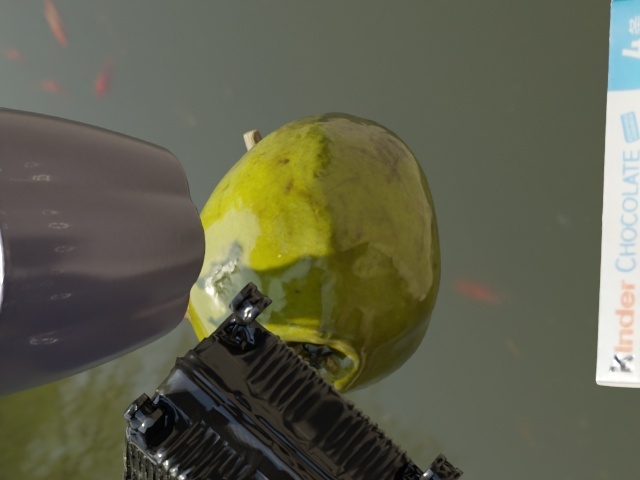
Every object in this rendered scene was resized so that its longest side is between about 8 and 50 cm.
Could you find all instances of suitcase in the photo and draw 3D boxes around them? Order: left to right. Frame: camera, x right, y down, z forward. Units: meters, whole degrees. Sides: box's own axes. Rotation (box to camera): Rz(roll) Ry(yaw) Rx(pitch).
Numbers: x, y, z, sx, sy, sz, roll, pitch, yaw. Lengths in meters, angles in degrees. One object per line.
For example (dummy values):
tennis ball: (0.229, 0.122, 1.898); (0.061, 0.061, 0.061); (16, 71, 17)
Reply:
suitcase: (-0.040, 0.200, 1.397); (0.229, 0.152, 0.335); (43, 163, 6)

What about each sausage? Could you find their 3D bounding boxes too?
sausage: (-0.070, -0.081, 2.187); (0.024, 0.024, 0.132); (10, 123, 56)

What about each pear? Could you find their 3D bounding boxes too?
pear: (0.000, 0.000, 1.837); (0.287, 0.375, 0.287); (8, 138, 7)

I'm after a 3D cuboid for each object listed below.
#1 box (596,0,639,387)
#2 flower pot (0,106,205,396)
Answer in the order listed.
box: (0.294, -0.022, 1.231); (0.048, 0.265, 0.273); (-1, 84, 43)
flower pot: (-0.248, 0.008, 1.453); (0.265, 0.243, 0.265); (2, 93, 45)
